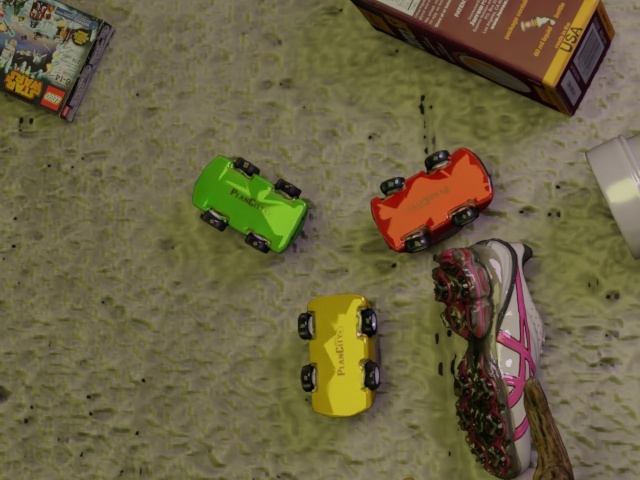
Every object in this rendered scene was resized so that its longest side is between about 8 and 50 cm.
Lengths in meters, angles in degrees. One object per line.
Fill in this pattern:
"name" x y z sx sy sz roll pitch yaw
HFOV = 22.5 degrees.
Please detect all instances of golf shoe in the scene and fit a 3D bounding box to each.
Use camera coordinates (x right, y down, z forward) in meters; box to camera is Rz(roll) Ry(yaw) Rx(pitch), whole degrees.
"golf shoe" 0.146 0.091 1.236 0.086 0.067 0.186 -12 97 -27

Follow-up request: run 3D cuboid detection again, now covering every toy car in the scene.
"toy car" 0.000 0.000 1.304 0.225 0.053 0.239 29 89 19

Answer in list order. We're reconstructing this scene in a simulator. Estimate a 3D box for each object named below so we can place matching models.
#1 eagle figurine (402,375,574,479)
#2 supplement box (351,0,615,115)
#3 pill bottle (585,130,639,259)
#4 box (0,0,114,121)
"eagle figurine" 0.062 0.253 1.178 0.298 0.225 0.226 -25 89 0
"supplement box" 0.127 -0.180 1.270 0.188 0.104 0.080 27 89 19
"pill bottle" 0.315 -0.073 1.187 0.222 0.124 0.124 -25 75 11
"box" -0.262 -0.173 1.422 0.137 0.027 0.094 24 89 18
